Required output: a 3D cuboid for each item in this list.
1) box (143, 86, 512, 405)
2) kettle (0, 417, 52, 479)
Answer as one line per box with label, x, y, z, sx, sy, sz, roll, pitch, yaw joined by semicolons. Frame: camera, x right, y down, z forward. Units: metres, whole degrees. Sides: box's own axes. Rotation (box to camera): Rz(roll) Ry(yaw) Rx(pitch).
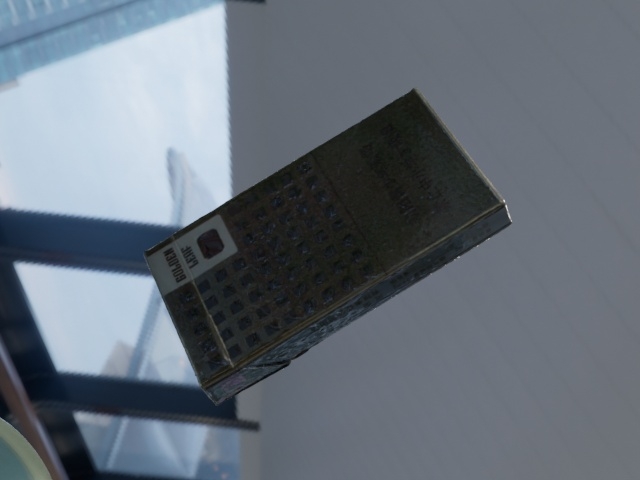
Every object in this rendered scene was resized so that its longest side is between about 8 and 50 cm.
box;-0.001;-0.001;1.006;0.180;0.325;0.047;60;2;37
kettle;-0.457;0.318;0.948;0.247;0.319;0.342;69;18;0
